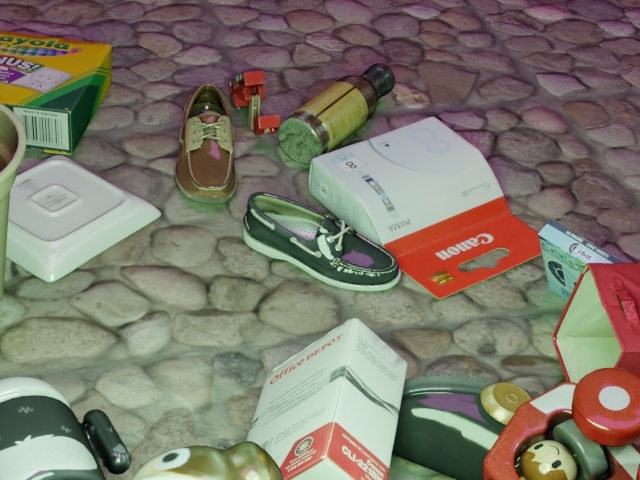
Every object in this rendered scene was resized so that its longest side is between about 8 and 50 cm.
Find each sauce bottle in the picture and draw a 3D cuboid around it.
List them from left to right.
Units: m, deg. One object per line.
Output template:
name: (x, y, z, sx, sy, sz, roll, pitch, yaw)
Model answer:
sauce bottle: (0.046, -0.270, 2.349, 0.111, 0.111, 0.344, 25, 40, 23)

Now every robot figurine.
robot figurine: (-0.378, 0.305, 1.493, 0.209, 0.174, 0.278, 22, 21, -44)

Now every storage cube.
storage cube: (0.495, 0.160, 1.767, 0.193, 0.215, 0.184, 0, 46, -11)

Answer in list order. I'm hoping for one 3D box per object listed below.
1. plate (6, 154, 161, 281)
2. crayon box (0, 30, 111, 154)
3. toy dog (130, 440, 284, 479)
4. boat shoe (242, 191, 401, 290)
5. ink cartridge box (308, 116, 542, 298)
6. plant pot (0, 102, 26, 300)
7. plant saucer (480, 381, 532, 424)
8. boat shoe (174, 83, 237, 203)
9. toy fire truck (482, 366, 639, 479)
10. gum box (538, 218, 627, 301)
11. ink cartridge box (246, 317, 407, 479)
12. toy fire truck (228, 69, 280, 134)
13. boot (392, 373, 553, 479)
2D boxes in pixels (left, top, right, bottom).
plate: (-0.476, -0.058, 2.053, 0.278, 0.045, 0.277, 27, 43, 27)
crayon box: (-0.633, -0.311, 2.300, 0.362, 0.106, 0.313, 7, 35, 1)
toy dog: (-0.092, 0.408, 1.199, 0.395, 0.284, 0.408, 8, 51, -52)
boat shoe: (0.000, 0.000, 2.004, 0.302, 0.091, 0.114, 16, 39, 14)
ink cartridge box: (0.211, -0.072, 2.131, 0.308, 0.091, 0.385, -21, 44, -31)
plant pot: (-0.613, -0.024, 1.772, 0.333, 0.306, 0.334, 3, 37, -3)
plant saucer: (0.263, 0.223, 1.585, 0.083, 0.015, 0.083, 12, 36, -9)
boat shoe: (-0.221, -0.191, 2.201, 0.123, 0.116, 0.324, -2, 38, -10)
toy fire truck: (0.323, 0.314, 1.391, 0.253, 0.169, 0.302, -24, 49, -17)
gum box: (0.445, 0.063, 1.913, 0.041, 0.184, 0.157, -45, 56, -14)
ink cartridge box: (-0.001, 0.264, 1.558, 0.114, 0.197, 0.273, 42, 34, -19)
toy fire truck: (-0.137, -0.277, 2.341, 0.047, 0.135, 0.192, -9, 1, -19)
boot: (0.241, 0.392, 1.503, 0.366, 0.146, 0.445, 4, 42, 0)
